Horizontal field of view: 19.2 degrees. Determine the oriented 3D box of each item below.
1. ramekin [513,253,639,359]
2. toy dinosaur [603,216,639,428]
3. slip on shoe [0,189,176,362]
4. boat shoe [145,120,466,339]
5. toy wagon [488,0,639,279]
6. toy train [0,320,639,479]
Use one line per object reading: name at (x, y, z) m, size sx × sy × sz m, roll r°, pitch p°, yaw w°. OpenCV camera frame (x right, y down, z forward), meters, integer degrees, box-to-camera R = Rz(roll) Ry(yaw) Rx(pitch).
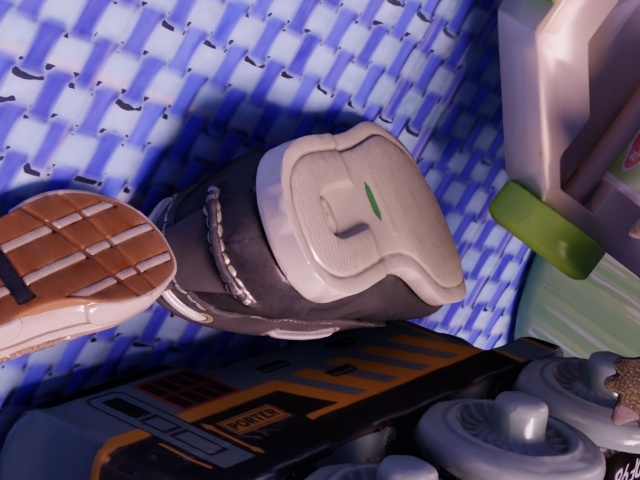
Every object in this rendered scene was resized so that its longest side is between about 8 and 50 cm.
ramekin at (0.249, 0.014, 1.130) m, size 0.303 × 0.148 × 0.303 m, roll -41°, pitch 150°, yaw -30°
toy dinosaur at (0.180, 0.006, 0.783) m, size 0.160 × 0.121 × 0.314 m, roll -4°, pitch 82°, yaw -73°
slip on shoe at (-0.105, 0.020, 0.639) m, size 0.041 × 0.051 × 0.135 m, roll -41°, pitch 171°, yaw 36°
boat shoe at (0.000, 0.000, 0.788) m, size 0.079 × 0.084 × 0.233 m, roll -24°, pitch 171°, yaw 20°
toy wagon at (0.185, -0.095, 0.855) m, size 0.344 × 0.068 × 0.267 m, roll 35°, pitch 94°, yaw -29°
toy train at (0.018, 0.109, 0.787) m, size 0.334 × 0.190 × 0.142 m, roll -17°, pitch 124°, yaw -56°
